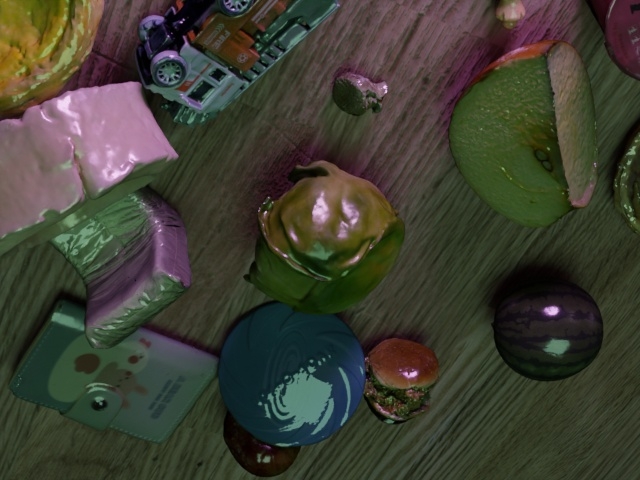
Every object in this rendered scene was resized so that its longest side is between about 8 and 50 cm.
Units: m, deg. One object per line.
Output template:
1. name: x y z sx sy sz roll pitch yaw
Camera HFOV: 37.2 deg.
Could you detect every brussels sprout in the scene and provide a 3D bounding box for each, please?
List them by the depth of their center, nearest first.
1. brussels sprout: 0.002 0.000 1.615 0.294 0.227 0.259 -17 150 -43

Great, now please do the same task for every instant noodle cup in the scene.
1. instant noodle cup: 0.518 -0.384 1.457 0.235 0.178 0.235 -6 128 -7

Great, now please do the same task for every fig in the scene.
1. fig: -0.113 0.424 1.979 0.145 0.170 0.274 -39 157 -15

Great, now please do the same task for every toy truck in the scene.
1. toy truck: -0.134 -0.309 1.416 0.338 0.133 0.184 -44 132 18

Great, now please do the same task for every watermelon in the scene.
1. watermelon: 0.439 0.173 1.849 0.212 0.212 0.212 -6 128 -7

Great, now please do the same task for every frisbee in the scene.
1. frisbee: -0.054 0.258 1.821 0.289 0.049 0.289 0 94 -1

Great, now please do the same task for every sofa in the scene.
1. sofa: -0.340 0.028 1.570 0.210 0.225 0.176 -34 129 18

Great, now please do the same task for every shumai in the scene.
1. shumai: 0.071 -0.246 1.555 0.080 0.082 0.083 -33 169 -30

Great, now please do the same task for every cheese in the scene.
1. cheese: -0.386 -0.099 1.393 0.332 0.292 0.153 -29 93 16

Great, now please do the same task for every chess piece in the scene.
1. chess piece: 0.298 -0.409 1.475 0.060 0.060 0.172 -10 131 -4

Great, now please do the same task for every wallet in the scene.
1. wallet: -0.398 0.260 1.828 0.360 0.083 0.252 27 112 -27

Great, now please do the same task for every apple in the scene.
1. apple: 0.352 -0.186 1.578 0.254 0.179 0.346 -27 127 -6

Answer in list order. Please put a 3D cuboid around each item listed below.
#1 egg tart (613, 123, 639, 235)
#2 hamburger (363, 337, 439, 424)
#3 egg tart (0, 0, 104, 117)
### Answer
1. egg tart: 0.713 -0.114 1.728 0.352 0.150 0.352 -5 124 -7
2. hamburger: 0.149 0.273 1.898 0.185 0.159 0.131 -14 136 -27
3. egg tart: -0.463 -0.334 1.295 0.345 0.132 0.345 -1 107 -4
